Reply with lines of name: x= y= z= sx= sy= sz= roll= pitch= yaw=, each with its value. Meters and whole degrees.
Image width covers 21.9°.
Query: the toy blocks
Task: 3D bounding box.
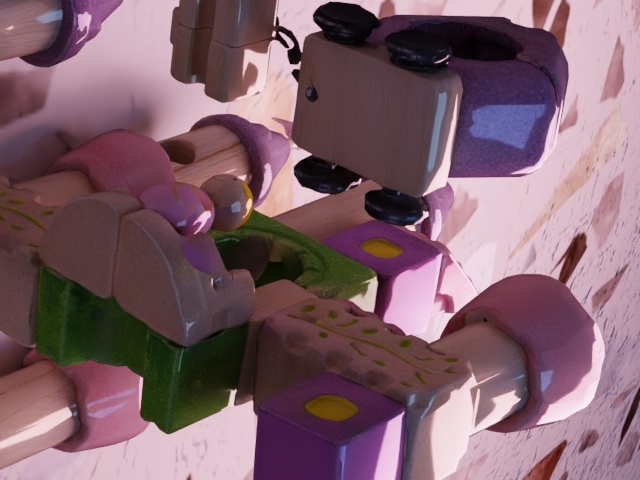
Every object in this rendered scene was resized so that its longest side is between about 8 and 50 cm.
toy blocks: x=0.000 y=0.000 z=0.736 sx=0.260 sy=0.288 sz=0.309 roll=-21 pitch=128 yaw=-46
